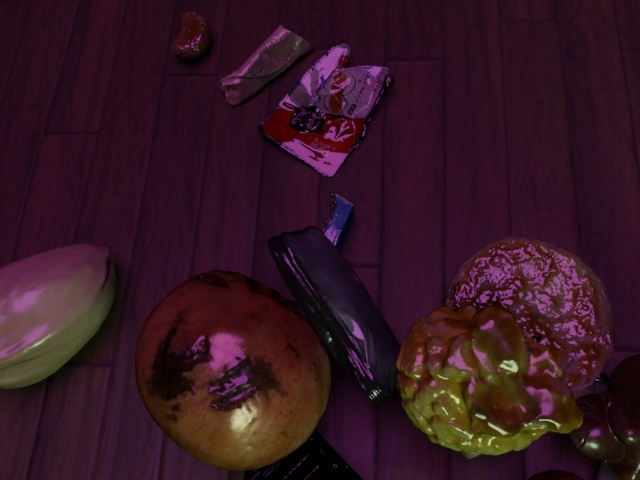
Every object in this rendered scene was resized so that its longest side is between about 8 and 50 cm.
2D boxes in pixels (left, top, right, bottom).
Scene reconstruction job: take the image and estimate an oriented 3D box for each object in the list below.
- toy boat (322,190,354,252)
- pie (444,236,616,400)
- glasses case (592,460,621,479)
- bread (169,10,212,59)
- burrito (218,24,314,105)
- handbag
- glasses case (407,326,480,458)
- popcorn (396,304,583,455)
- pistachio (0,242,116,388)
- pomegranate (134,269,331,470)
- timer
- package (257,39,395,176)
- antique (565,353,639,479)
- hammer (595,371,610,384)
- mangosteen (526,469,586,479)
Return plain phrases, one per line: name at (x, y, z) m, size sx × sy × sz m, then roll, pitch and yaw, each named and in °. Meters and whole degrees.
toy boat at (0.000, 0.000, 1.304) m, size 0.077 × 0.075 × 0.185 m, roll 19°, pitch 75°, yaw 12°
pie at (0.352, 0.131, 1.187) m, size 0.303 × 0.067 × 0.302 m, roll -2°, pitch 66°, yaw 5°
glasses case at (0.459, 0.394, 1.094) m, size 0.072 × 0.042 × 0.190 m, roll 19°, pitch 70°, yaw 23°
bread at (-0.277, -0.444, 1.543) m, size 0.082 × 0.060 × 0.113 m, roll 11°, pitch 70°, yaw 12°
burrito at (-0.119, -0.374, 1.488) m, size 0.226 × 0.087 × 0.060 m, roll -42°, pitch 30°, yaw -9°
handbag at (0.042, 0.116, 1.156) m, size 0.075 × 0.191 × 0.332 m, roll -38°, pitch 83°, yaw 18°
glasses case at (0.205, 0.245, 1.163) m, size 0.059 × 0.092 × 0.233 m, roll -19°, pitch 64°, yaw -10°
popcorn at (0.243, 0.203, 1.009) m, size 0.251 × 0.237 × 0.206 m, roll 3°, pitch 41°, yaw 45°
pistachio at (-0.500, 0.125, 1.251) m, size 0.332 × 0.208 × 0.226 m, roll -40°, pitch 24°, yaw -18°
pomegranate at (-0.137, 0.199, 1.110) m, size 0.322 × 0.322 × 0.322 m, roll -3°, pitch 66°, yaw 6°
timer at (-0.024, 0.388, 1.114) m, size 0.144 × 0.055 × 0.187 m, roll -43°, pitch 41°, yaw -11°
package at (0.022, -0.278, 1.437) m, size 0.194 × 0.071 × 0.269 m, roll 32°, pitch 86°, yaw 21°
antique at (0.481, 0.259, 1.080) m, size 0.257 × 0.121 × 0.143 m, roll -27°, pitch 33°, yaw -24°
hammer at (0.407, 0.206, 1.195) m, size 0.178 × 0.021 × 0.065 m, roll 16°, pitch 68°, yaw 13°
mangosteen at (0.343, 0.430, 1.036) m, size 0.146 × 0.181 × 0.156 m, roll 39°, pitch 33°, yaw 23°
